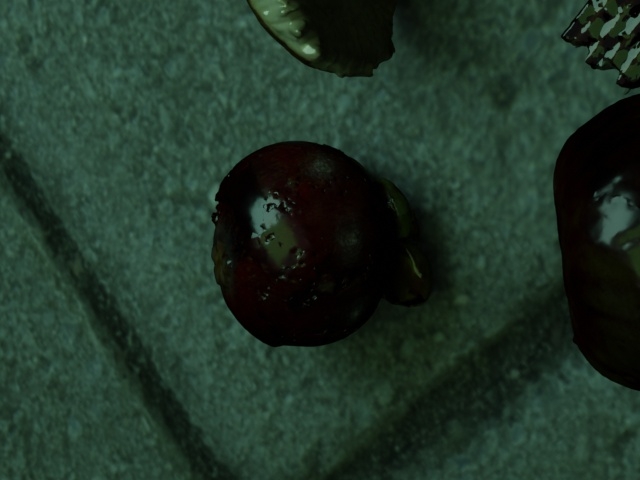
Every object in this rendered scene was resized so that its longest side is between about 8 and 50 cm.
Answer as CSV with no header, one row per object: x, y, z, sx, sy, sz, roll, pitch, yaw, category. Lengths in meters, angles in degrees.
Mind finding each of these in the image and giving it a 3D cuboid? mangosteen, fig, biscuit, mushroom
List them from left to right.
0.000,0.000,1.525,0.166,0.180,0.166,19,112,57,mangosteen
0.066,-0.272,1.424,0.301,0.233,0.208,-31,49,6,mushroom
0.279,-0.214,1.359,0.070,0.106,0.252,43,117,16,biscuit
0.329,-0.006,1.345,0.320,0.217,0.217,-5,95,2,fig
